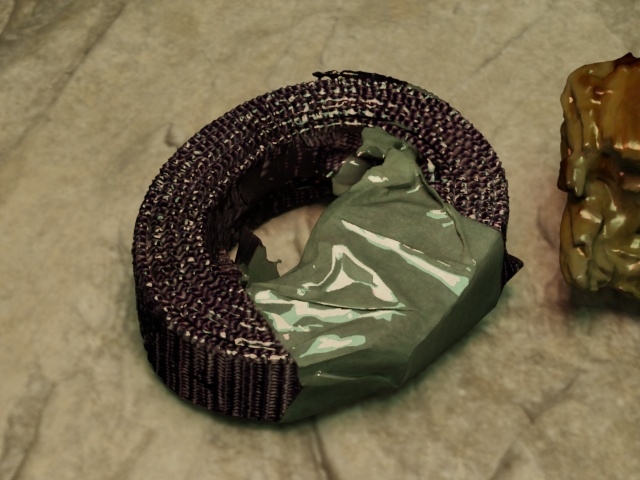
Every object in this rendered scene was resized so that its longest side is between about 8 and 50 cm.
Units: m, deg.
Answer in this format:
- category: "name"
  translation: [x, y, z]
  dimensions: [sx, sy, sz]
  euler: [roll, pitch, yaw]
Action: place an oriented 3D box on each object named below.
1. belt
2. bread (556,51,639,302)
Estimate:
- category: "belt"
  translation: [0.000, 0.000, 1.166]
  dimensions: [0.260, 0.122, 0.325]
  euler: [37, 57, 25]
- category: "bread"
  translation: [0.375, 0.006, 1.177]
  dimensions: [0.369, 0.191, 0.314]
  euler: [-2, 57, 5]
